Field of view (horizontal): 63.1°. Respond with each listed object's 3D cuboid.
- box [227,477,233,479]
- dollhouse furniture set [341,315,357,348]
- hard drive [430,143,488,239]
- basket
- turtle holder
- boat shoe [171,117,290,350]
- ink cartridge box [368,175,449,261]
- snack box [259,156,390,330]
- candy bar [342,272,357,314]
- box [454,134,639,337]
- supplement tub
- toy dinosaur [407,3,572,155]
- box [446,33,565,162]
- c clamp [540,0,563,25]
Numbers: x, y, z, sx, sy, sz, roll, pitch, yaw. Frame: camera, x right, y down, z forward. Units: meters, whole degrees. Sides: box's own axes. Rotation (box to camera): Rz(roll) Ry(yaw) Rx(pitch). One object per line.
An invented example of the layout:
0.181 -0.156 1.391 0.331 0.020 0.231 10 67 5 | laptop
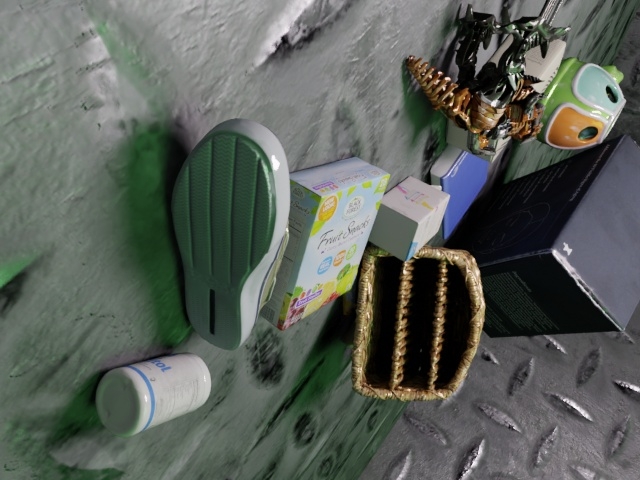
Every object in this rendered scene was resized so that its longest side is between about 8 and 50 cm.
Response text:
-0.132 0.590 1.014 0.059 0.183 0.232 -36 148 -40 | box
0.103 0.217 1.227 0.151 0.123 0.144 37 83 -31 | dollhouse furniture set
0.334 -0.152 1.224 0.210 0.040 0.318 -54 156 -11 | hard drive
0.203 0.162 1.031 0.223 0.214 0.299 -1 98 -64 | basket
0.728 -0.384 1.488 0.320 0.227 0.243 -26 139 -51 | turtle holder
-0.086 -0.005 0.540 0.094 0.109 0.302 -57 170 -44 | boat shoe
0.167 -0.046 0.965 0.143 0.090 0.092 -37 148 -43 | ink cartridge box
0.000 0.000 0.723 0.174 0.070 0.207 -25 137 -51 | snack box
0.058 0.091 1.005 0.040 0.018 0.161 -44 151 -30 | candy bar
0.676 0.010 1.517 0.480 0.297 0.472 -47 -173 -24 | box
-0.179 0.164 0.566 0.107 0.071 0.071 1 117 -64 | supplement tub
0.273 -0.244 0.834 0.322 0.164 0.218 -10 122 -55 | toy dinosaur
0.371 -0.296 1.046 0.275 0.113 0.094 -50 156 -16 | box
0.535 -0.526 1.211 0.137 0.022 0.160 -18 135 -49 | c clamp
